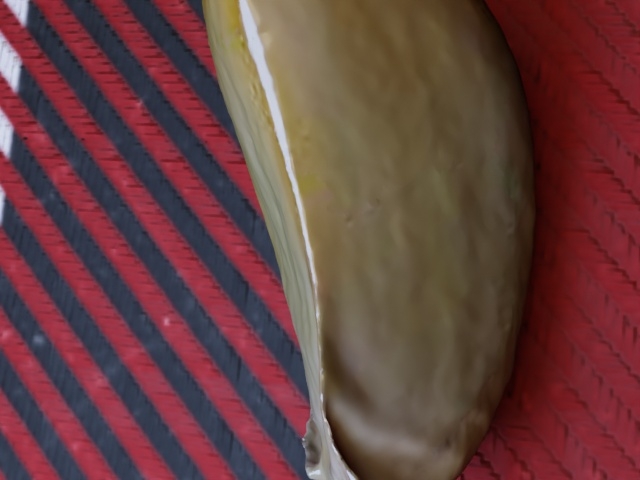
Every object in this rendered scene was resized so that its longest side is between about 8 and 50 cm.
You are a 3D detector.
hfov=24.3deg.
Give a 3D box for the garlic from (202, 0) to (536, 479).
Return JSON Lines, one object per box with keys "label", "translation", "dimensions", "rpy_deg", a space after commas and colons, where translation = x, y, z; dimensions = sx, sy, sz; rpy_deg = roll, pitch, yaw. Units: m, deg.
{"label": "garlic", "translation": [0.009, 0.011, 0.722], "dimensions": [0.151, 0.196, 0.338], "rpy_deg": [-6, 87, 36]}
